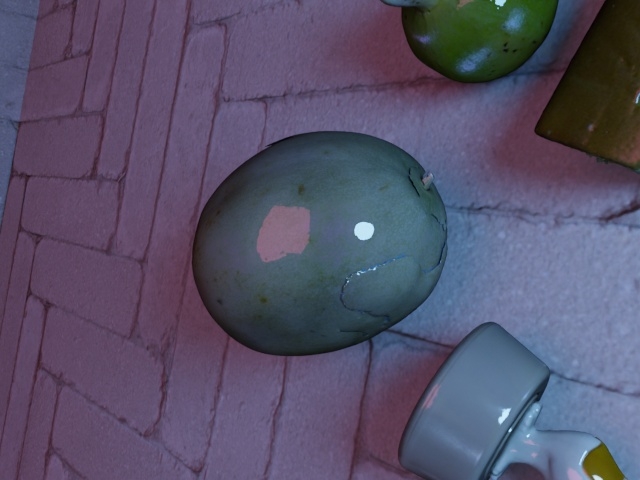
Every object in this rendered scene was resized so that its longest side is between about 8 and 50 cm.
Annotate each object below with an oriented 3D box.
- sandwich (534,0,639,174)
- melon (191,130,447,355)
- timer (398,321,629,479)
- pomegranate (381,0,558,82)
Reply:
[{"bbox_3d":[0.314,-0.175,0.607,0.128,0.122,0.235,39,111,47],"label":"sandwich"},{"bbox_3d":[0.000,0.000,0.813,0.330,0.269,0.268,-26,64,37],"label":"melon"},{"bbox_3d":[0.228,0.216,0.635,0.266,0.175,0.175,32,107,27],"label":"timer"},{"bbox_3d":[0.153,-0.261,0.751,0.179,0.211,0.179,167,90,-83],"label":"pomegranate"}]
